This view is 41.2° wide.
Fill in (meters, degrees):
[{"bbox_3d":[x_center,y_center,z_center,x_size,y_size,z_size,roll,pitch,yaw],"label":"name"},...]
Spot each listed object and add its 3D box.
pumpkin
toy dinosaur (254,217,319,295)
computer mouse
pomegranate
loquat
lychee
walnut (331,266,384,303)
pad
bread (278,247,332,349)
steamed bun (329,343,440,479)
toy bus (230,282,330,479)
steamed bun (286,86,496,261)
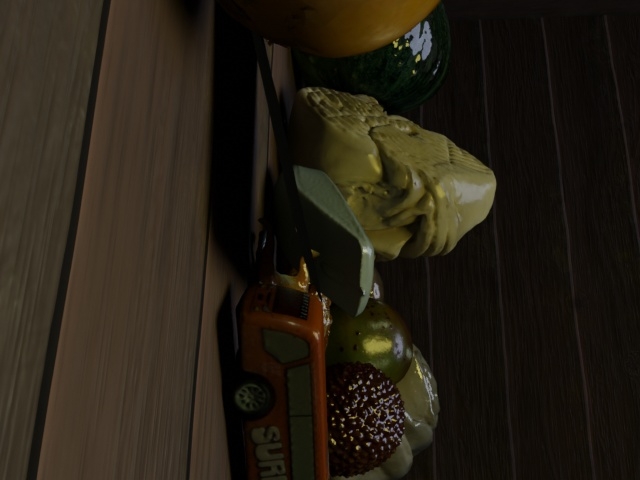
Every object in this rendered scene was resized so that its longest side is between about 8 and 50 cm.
[{"bbox_3d":[0.114,-0.347,1.424,0.293,0.197,0.263,30,72,-48],"label":"pumpkin"},{"bbox_3d":[-0.059,0.064,0.976,0.212,0.057,0.142,38,66,-59],"label":"toy dinosaur"},{"bbox_3d":[-0.006,-0.004,1.071,0.231,0.079,0.128,-126,-151,-46],"label":"computer mouse"},{"bbox_3d":[0.075,0.210,1.498,0.198,0.198,0.246,83,-10,-48],"label":"pomegranate"},{"bbox_3d":[0.003,-0.263,0.658,0.235,0.235,0.235,-1,90,-85],"label":"loquat"},{"bbox_3d":[0.041,0.276,1.316,0.188,0.188,0.188,-1,90,-85],"label":"lychee"},{"bbox_3d":[0.062,0.108,1.758,0.140,0.140,0.162,-74,156,-74],"label":"walnut"},{"bbox_3d":[-0.069,-0.115,0.915,0.315,0.063,0.375,69,8,-71],"label":"pad"},{"bbox_3d":[-0.021,0.090,1.196,0.105,0.076,0.233,-35,122,-86],"label":"bread"},{"bbox_3d":[0.126,0.346,1.815,0.367,0.255,0.342,-79,165,-74],"label":"steamed bun"},{"bbox_3d":[-0.036,0.243,0.866,0.093,0.092,0.408,-85,174,-69],"label":"toy bus"},{"bbox_3d":[0.083,-0.078,1.271,0.203,0.289,0.276,-63,-145,26],"label":"steamed bun"}]
